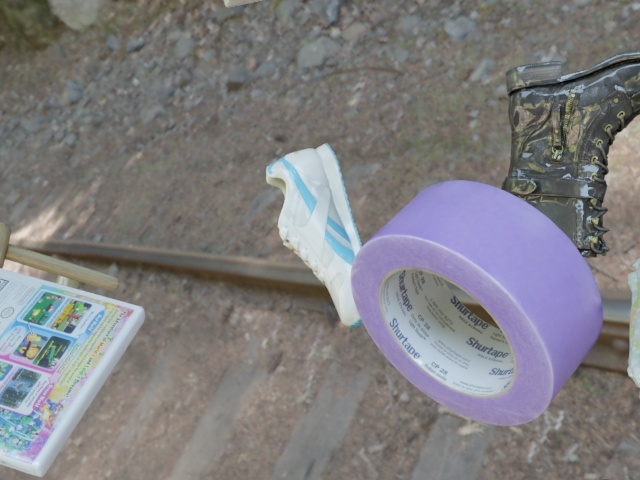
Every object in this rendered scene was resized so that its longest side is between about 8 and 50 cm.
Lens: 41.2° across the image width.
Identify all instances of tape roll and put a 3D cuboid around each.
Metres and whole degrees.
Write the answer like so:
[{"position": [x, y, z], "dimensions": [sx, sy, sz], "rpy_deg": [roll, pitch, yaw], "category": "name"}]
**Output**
[{"position": [0.121, 0.051, 0.683], "dimensions": [0.080, 0.189, 0.189], "rpy_deg": [-43, 24, -31], "category": "tape roll"}]

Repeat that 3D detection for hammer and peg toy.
[{"position": [-0.479, 0.092, 1.264], "dimensions": [0.361, 0.266, 0.127], "rpy_deg": [-21, 52, 53], "category": "hammer and peg toy"}]

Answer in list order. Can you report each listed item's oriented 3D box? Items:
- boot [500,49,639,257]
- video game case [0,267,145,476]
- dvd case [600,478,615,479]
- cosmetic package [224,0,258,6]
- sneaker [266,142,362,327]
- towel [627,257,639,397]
[{"position": [0.323, -0.094, 0.993], "dimensions": [0.263, 0.091, 0.229], "rpy_deg": [-1, 84, 31], "category": "boot"}, {"position": [-0.233, 0.092, 0.649], "dimensions": [0.143, 0.019, 0.157], "rpy_deg": [14, 44, 12], "category": "video game case"}, {"position": [0.346, 0.378, 0.864], "dimensions": [0.022, 0.180, 0.253], "rpy_deg": [-15, 65, 62], "category": "dvd case"}, {"position": [0.012, -0.325, 0.703], "dimensions": [0.197, 0.155, 0.365], "rpy_deg": [-17, 5, -11], "category": "cosmetic package"}, {"position": [0.000, 0.000, 1.037], "dimensions": [0.092, 0.087, 0.229], "rpy_deg": [-16, 76, -4], "category": "sneaker"}, {"position": [0.541, 0.034, 1.028], "dimensions": [0.374, 0.090, 0.320], "rpy_deg": [-40, 7, 31], "category": "towel"}]
